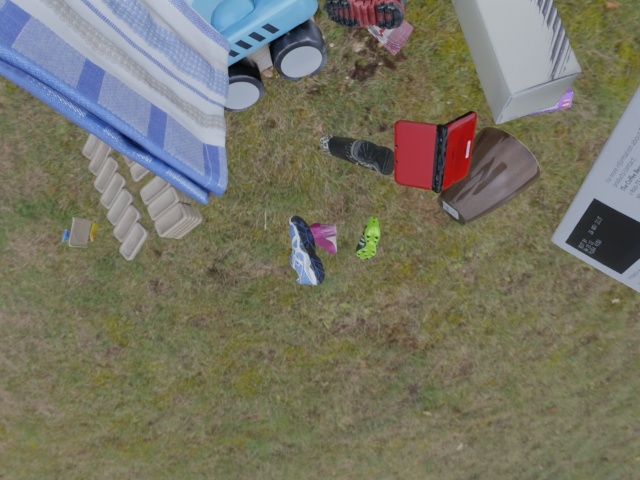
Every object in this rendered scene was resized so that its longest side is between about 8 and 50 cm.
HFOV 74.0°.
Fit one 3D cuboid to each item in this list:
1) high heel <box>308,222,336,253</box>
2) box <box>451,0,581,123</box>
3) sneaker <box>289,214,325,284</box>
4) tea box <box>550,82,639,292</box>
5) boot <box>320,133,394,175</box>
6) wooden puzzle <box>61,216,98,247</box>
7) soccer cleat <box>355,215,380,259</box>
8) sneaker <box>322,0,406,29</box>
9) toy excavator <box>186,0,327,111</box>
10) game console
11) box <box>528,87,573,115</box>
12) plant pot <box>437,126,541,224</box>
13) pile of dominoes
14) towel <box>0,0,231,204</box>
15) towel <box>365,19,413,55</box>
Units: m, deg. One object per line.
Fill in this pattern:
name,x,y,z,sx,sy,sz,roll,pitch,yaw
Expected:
high heel,0.000,0.000,1.545,0.117,0.244,0.082,-5,75,0
box,0.262,-0.322,0.610,0.094,0.113,0.275,-17,82,10
sneaker,-0.058,0.033,1.217,0.081,0.080,0.211,-12,98,29
tea box,0.424,-0.123,0.372,0.220,0.329,0.323,36,81,26
boot,0.127,-0.289,1.405,0.236,0.178,0.085,12,99,-49
wooden puzzle,-0.600,-0.020,1.058,0.014,0.116,0.079,5,81,5
soccer cleat,0.143,-0.003,1.251,0.060,0.072,0.179,10,150,-2
sneaker,0.146,-0.738,1.337,0.276,0.135,0.098,17,151,23
toy excavator,-0.129,-0.459,0.664,0.433,0.445,0.222,-22,72,20
game console,0.212,-0.170,0.793,0.124,0.085,0.144,-30,139,-19
box,0.631,-0.503,1.321,0.200,0.293,0.057,-8,143,17
plant pot,0.451,-0.161,1.207,0.230,0.215,0.215,-44,109,0
pile of dominoes,-0.273,-0.117,0.672,0.196,0.040,0.251,-34,73,18
towel,-0.166,-0.184,0.399,0.034,0.285,0.209,-31,135,25
towel,0.186,-0.823,1.505,0.329,0.237,0.037,39,138,-12
